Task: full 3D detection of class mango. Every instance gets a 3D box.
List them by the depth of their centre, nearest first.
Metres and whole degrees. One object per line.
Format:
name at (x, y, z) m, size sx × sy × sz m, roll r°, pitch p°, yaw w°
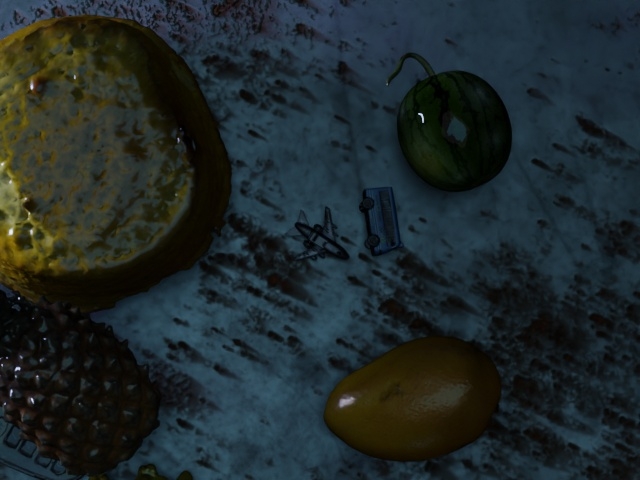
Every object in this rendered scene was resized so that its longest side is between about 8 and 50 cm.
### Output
mango at (0.111, 0.195, 1.895) m, size 0.219 × 0.112 × 0.145 m, roll -16°, pitch 85°, yaw 8°

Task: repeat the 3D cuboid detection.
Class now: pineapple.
pineapple at (-0.342, 0.114, 1.779) m, size 0.175 × 0.175 × 0.361 m, roll -46°, pitch 114°, yaw -6°

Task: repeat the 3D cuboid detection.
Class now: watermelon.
watermelon at (0.156, -0.152, 1.916) m, size 0.140 × 0.141 × 0.187 m, roll -21°, pitch 81°, yaw -4°

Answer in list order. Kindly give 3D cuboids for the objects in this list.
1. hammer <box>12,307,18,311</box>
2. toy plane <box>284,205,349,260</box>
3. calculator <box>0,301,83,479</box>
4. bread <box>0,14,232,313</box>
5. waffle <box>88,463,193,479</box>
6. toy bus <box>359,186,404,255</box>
hammer at (-0.484, 0.107, 1.821) m, size 0.289 × 0.037 × 0.137 m, roll 2°, pitch 98°, yaw -27°
toy plane at (0.000, 0.000, 1.948) m, size 0.083 × 0.031 × 0.078 m, roll 34°, pitch 99°, yaw 4°
calculator at (-0.363, 0.182, 1.908) m, size 0.268 × 0.040 × 0.177 m, roll 32°, pitch 84°, yaw 1°
bread at (-0.282, -0.106, 1.865) m, size 0.336 × 0.204 × 0.358 m, roll -27°, pitch 83°, yaw -10°
waffle at (-0.219, 0.400, 1.875) m, size 0.293 × 0.069 × 0.260 m, roll -4°, pitch 85°, yaw -4°
toy bus at (0.075, -0.024, 1.949) m, size 0.046 × 0.038 × 0.083 m, roll -8°, pitch 84°, yaw -6°
